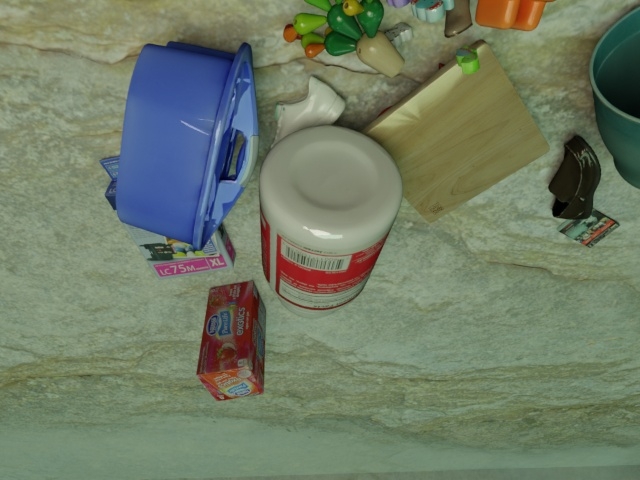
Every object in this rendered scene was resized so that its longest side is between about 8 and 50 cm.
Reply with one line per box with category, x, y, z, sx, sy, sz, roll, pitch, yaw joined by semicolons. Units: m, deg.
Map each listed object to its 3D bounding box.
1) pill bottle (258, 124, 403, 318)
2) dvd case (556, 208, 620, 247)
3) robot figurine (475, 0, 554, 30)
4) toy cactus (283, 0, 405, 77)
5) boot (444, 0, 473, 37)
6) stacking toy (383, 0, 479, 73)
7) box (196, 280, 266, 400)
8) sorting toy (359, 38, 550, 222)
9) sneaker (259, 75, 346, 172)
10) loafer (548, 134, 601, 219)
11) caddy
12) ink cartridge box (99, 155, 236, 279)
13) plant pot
pill bottle;0.000;0.000;0.839;0.229;0.228;0.407;2;150;-6
dvd case;0.636;-0.032;1.036;0.120;0.013;0.087;20;128;-22
robot figurine;0.274;-0.401;0.578;0.158;0.128;0.219;14;121;14
toy cactus;0.048;-0.313;0.638;0.181;0.112;0.219;32;156;-22
boot;0.195;-0.355;0.639;0.042;0.118;0.086;-6;122;29
stacking toy;0.127;-0.326;0.591;0.052;0.221;0.167;-34;135;-3
box;-0.208;0.239;1.066;0.123;0.256;0.128;-11;133;4
sorting toy;0.234;-0.195;0.806;0.257;0.089;0.255;-34;126;25
sneaker;-0.056;-0.205;0.799;0.094;0.080;0.212;39;115;-18
loafer;0.518;-0.115;0.904;0.079;0.080;0.220;-18;132;12
caddy;-0.191;-0.149;0.700;0.179;0.241;0.341;14;115;-10
ink cartridge box;-0.316;-0.046;0.930;0.186;0.065;0.311;-9;131;4
plant pot;0.596;-0.212;0.712;0.272;0.271;0.255;-24;144;18
